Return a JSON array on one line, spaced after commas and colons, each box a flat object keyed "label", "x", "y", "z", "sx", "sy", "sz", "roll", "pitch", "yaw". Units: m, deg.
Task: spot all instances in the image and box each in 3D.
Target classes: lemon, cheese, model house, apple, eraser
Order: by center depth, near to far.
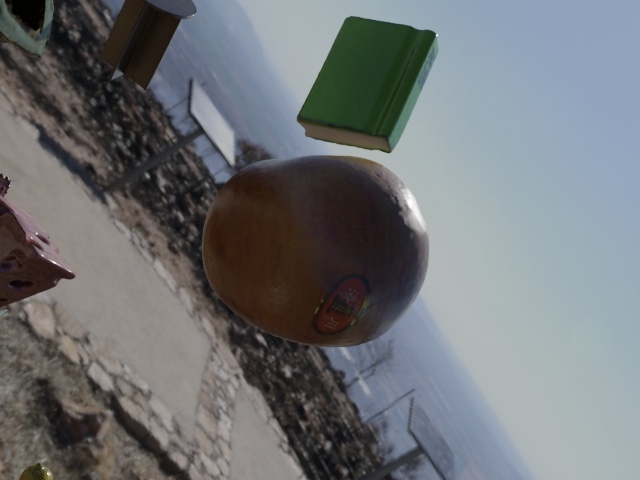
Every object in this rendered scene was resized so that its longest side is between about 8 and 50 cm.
[{"label": "model house", "x": -0.615, "y": -0.465, "z": 1.298, "sx": 0.239, "sy": 0.268, "sz": 0.173, "roll": 20, "pitch": 38, "yaw": 7}, {"label": "apple", "x": 0.000, "y": 0.000, "z": 1.316, "sx": 0.401, "sy": 0.333, "sz": 0.400, "roll": 16, "pitch": 13, "yaw": -4}, {"label": "cheese", "x": -0.572, "y": 0.004, "z": 1.359, "sx": 0.128, "sy": 0.203, "sz": 0.177, "roll": 44, "pitch": 29, "yaw": -57}, {"label": "eraser", "x": 0.100, "y": -0.319, "z": 1.509, "sx": 0.210, "sy": 0.274, "sz": 0.092, "roll": 15, "pitch": -20, "yaw": 20}, {"label": "lemon", "x": -0.693, "y": 0.591, "z": 1.785, "sx": 0.082, "sy": 0.110, "sz": 0.082, "roll": 20, "pitch": 16, "yaw": -6}]

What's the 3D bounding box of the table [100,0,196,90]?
[{"label": "table", "x": -0.407, "y": -0.468, "z": 1.672, "sx": 0.167, "sy": 0.226, "sz": 0.167, "roll": 26, "pitch": 33, "yaw": -18}]

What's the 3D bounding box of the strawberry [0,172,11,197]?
[{"label": "strawberry", "x": -0.741, "y": -0.087, "z": 1.523, "sx": 0.140, "sy": 0.192, "sz": 0.085, "roll": 39, "pitch": -31, "yaw": 39}]

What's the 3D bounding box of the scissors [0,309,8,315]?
[{"label": "scissors", "x": -0.849, "y": 0.232, "z": 1.734, "sx": 0.022, "sy": 0.109, "sz": 0.300, "roll": 28, "pitch": 31, "yaw": 8}]
